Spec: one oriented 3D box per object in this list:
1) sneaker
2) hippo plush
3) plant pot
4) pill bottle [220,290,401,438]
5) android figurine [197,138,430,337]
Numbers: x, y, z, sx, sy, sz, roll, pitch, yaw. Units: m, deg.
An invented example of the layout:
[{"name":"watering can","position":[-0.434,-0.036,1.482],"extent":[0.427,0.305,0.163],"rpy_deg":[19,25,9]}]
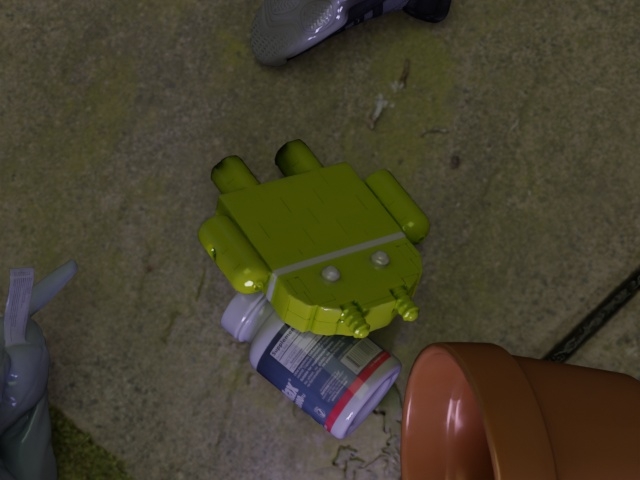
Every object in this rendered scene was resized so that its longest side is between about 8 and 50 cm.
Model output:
[{"name":"sneaker","position":[0.053,-0.271,1.708],"extent":[0.268,0.153,0.101],"rpy_deg":[-38,54,29]},{"name":"hippo plush","position":[-0.413,0.161,1.553],"extent":[0.236,0.234,0.294],"rpy_deg":[5,94,17]},{"name":"plant pot","position":[0.217,0.236,1.486],"extent":[0.203,0.291,0.291],"rpy_deg":[-4,74,-14]},{"name":"pill bottle","position":[-0.013,0.115,1.605],"extent":[0.180,0.108,0.108],"rpy_deg":[39,81,13]},{"name":"android figurine","position":[0.000,0.000,1.604],"extent":[0.248,0.056,0.273],"rpy_deg":[-15,50,-28]}]
